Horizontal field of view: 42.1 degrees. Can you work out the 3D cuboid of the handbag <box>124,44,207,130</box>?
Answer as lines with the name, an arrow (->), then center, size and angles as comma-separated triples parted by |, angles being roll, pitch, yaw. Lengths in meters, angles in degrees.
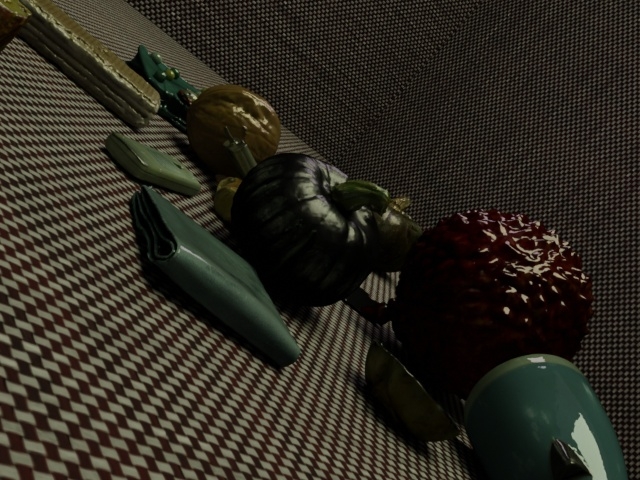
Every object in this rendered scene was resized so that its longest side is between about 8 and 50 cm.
handbag -> -0.358, -0.368, 2.114 | 0.269, 0.100, 0.274 | 38, 9, -33

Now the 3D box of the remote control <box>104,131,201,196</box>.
remote control -> -0.294, -0.132, 1.476 | 0.098, 0.038, 0.233 | 46, 8, 15

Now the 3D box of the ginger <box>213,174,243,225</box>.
ginger -> -0.160, -0.082, 1.704 | 0.131, 0.086, 0.294 | 23, 9, -14

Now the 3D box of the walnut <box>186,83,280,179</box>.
walnut -> -0.203, -0.250, 1.905 | 0.228, 0.228, 0.228 | 41, 9, -8

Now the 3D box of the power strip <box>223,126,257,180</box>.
power strip -> -0.146, -0.132, 1.798 | 0.268, 0.034, 0.092 | 63, -12, -27

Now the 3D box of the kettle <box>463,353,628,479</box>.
kettle -> 0.422, 0.422, 1.452 | 0.342, 0.247, 0.319 | -104, 172, -61

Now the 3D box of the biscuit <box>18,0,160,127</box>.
biscuit -> -0.498, -0.385, 1.652 | 0.426, 0.078, 0.144 | 39, 11, -18

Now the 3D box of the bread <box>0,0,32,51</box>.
bread -> -0.418, -0.220, 0.913 | 0.132, 0.172, 0.103 | 38, 12, -34

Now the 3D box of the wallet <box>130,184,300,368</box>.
wallet -> -0.155, 0.044, 1.205 | 0.251, 0.054, 0.290 | 42, 3, -28

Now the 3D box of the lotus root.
lotus root -> 0.133, 0.259, 1.371 | 0.203, 0.078, 0.183 | 49, -5, -4

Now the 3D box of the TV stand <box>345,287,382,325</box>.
TV stand -> 0.053, 0.106, 1.840 | 0.256, 0.040, 0.049 | 38, 10, -28

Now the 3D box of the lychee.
lychee -> 0.334, 0.140, 1.783 | 0.424, 0.500, 0.424 | 171, -90, -83

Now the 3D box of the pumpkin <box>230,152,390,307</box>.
pumpkin -> -0.008, -0.039, 1.475 | 0.296, 0.296, 0.296 | 41, 9, -8

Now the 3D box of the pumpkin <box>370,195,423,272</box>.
pumpkin -> 0.193, -0.044, 2.540 | 0.325, 0.242, 0.232 | 36, 1, -11
